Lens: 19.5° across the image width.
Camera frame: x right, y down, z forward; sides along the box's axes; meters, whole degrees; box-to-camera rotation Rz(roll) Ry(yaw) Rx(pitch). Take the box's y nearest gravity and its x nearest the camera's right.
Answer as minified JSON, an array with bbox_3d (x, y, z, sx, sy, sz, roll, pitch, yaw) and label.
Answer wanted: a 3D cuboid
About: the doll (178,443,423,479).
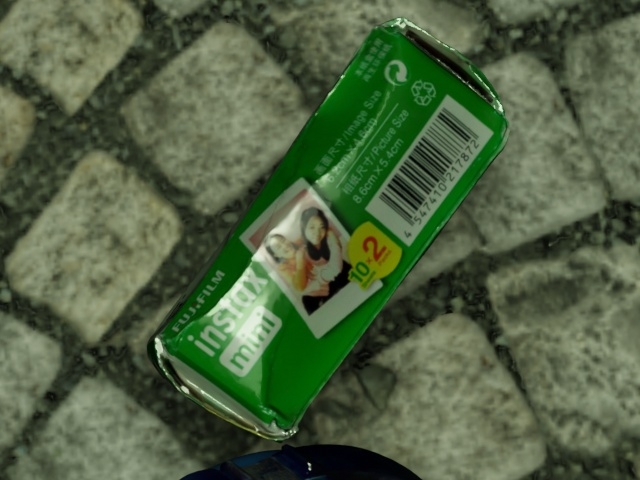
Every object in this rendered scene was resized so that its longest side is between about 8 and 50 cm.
[{"bbox_3d":[-0.039,0.256,1.052,0.310,0.240,0.284,-45,128,-11],"label":"doll"}]

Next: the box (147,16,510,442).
[{"bbox_3d":[0.000,0.000,1.110,0.103,0.180,0.250,37,82,-2],"label":"box"}]
